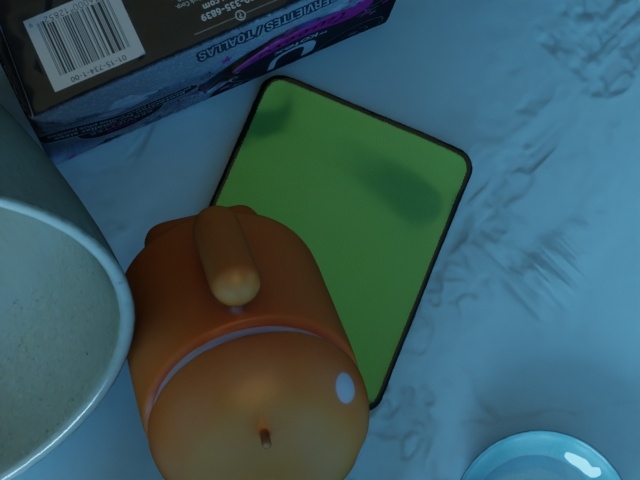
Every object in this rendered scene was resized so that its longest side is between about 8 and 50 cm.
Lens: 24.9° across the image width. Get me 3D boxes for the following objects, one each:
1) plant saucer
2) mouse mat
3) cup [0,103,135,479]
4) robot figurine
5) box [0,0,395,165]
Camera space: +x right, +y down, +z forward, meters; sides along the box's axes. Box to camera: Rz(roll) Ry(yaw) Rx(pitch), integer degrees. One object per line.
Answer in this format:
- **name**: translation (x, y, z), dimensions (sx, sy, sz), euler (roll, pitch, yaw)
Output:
- **plant saucer**: translation (0.139, 0.181, 0.920), dimensions (0.119, 0.021, 0.119), euler (1, 80, -7)
- **mouse mat**: translation (0.000, 0.000, 0.945), dimensions (0.152, 0.007, 0.190), euler (23, 78, -1)
- **cup**: translation (-0.293, -0.007, 0.783), dimensions (0.331, 0.331, 0.237), euler (-20, 58, -9)
- **robot figurine**: translation (-0.045, 0.071, 0.830), dimensions (0.128, 0.219, 0.158), euler (21, 117, -29)
- **box**: translation (-0.090, -0.173, 0.897), dimensions (0.247, 0.142, 0.163), euler (-25, 85, -8)
